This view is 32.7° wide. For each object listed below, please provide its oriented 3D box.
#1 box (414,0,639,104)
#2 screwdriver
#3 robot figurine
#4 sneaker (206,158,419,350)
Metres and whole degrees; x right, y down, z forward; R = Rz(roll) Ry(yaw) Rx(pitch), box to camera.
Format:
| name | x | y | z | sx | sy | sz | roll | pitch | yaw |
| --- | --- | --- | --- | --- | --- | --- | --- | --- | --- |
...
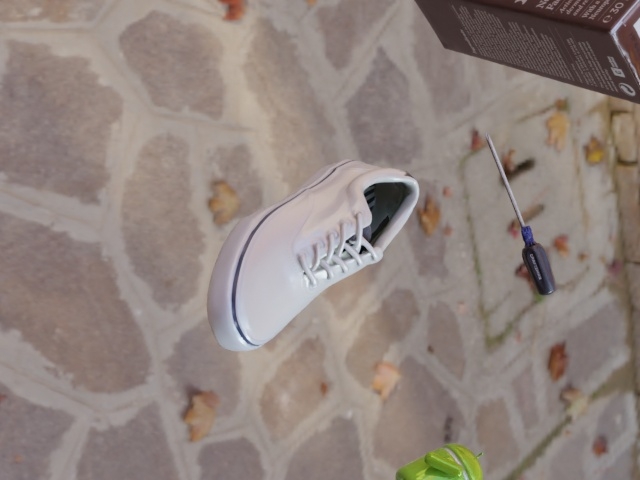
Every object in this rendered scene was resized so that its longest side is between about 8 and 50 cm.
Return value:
| name | x | y | z | sx | sy | sz | roll | pitch | yaw |
| --- | --- | --- | --- | --- | --- | --- | --- | --- | --- |
| box | 0.312 | -0.323 | 1.410 | 0.191 | 0.381 | 0.143 | -49 | 128 | -10 |
| screwdriver | 0.195 | -0.027 | 1.064 | 0.024 | 0.025 | 0.170 | -22 | 95 | -35 |
| robot figurine | 0.130 | 0.269 | 1.211 | 0.115 | 0.067 | 0.101 | -24 | 154 | -16 |
| sneaker | 0.000 | 0.000 | 0.913 | 0.258 | 0.091 | 0.094 | -50 | 126 | -45 |
